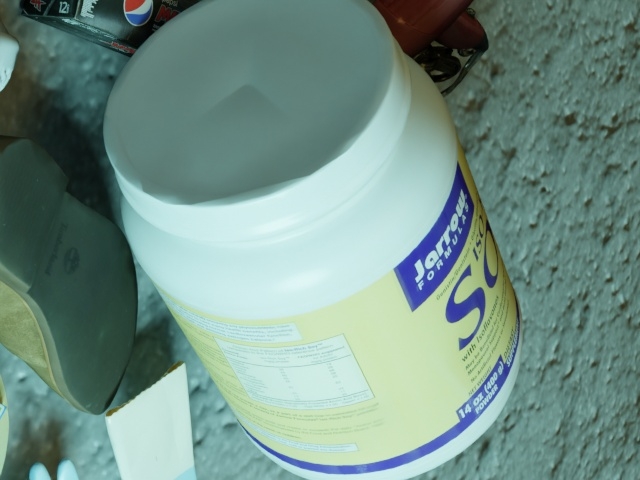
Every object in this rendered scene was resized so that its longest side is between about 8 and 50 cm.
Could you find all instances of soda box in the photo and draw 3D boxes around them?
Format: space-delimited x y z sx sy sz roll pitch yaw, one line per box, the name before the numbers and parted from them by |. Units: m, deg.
soda box | -0.130 -0.161 1.256 0.169 0.060 0.053 18 84 -51

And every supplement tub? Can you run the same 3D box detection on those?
supplement tub | 0.000 0.000 1.263 0.241 0.241 0.331 -58 146 -26

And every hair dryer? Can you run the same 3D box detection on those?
hair dryer | 0.085 -0.189 1.408 0.080 0.293 0.223 47 48 9

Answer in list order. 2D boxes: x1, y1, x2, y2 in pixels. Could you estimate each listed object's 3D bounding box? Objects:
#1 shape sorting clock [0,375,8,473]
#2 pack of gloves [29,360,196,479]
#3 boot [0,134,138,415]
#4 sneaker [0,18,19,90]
shape sorting clock | -0.291 0.139 1.130 0.206 0.040 0.206 -12 109 -38
pack of gloves | -0.166 0.225 1.309 0.195 0.046 0.232 -37 133 -41
boot | -0.207 0.020 1.179 0.305 0.115 0.112 66 36 -56
sneaker | -0.255 -0.218 0.827 0.366 0.137 0.210 33 74 -45
